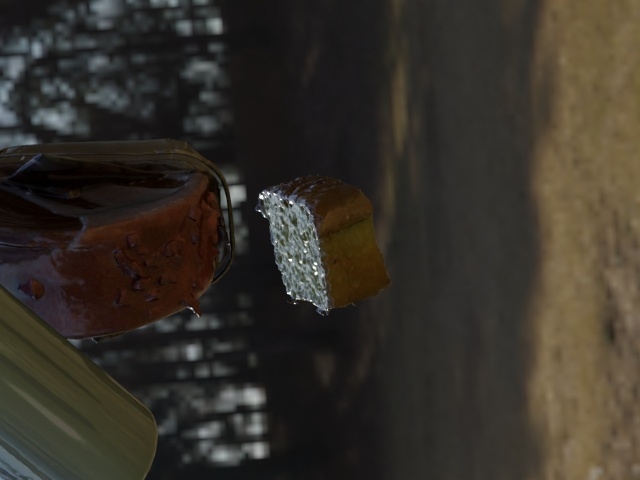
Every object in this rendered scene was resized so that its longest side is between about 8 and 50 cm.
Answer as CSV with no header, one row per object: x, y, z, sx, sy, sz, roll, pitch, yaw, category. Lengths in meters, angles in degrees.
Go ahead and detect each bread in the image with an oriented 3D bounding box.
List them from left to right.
-0.180,-0.011,1.489,0.212,0.224,0.142,-86,-7,-69,bread
0.000,0.000,1.599,0.187,0.065,0.103,-175,67,-72,bread

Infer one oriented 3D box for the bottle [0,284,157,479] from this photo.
-0.216,0.083,1.230,0.245,0.104,0.104,45,-155,-35,bottle
